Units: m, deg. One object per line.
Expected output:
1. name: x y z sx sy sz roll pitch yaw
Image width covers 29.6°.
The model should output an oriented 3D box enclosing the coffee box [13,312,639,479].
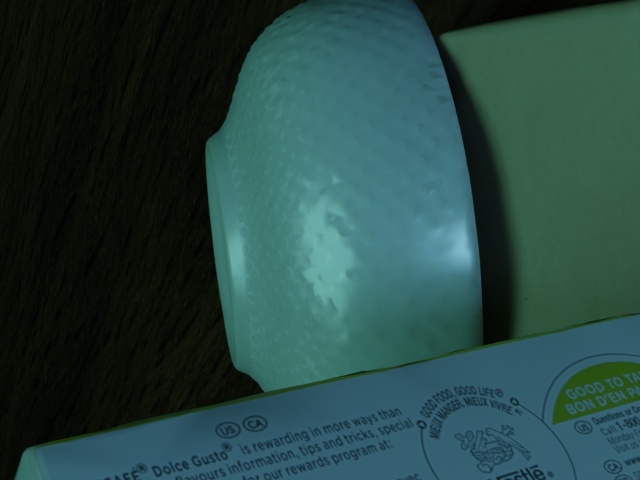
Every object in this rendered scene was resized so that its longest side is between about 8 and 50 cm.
1. coffee box: 0.053 0.273 0.514 0.334 0.338 0.337 57 138 31

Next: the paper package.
1. paper package: 0.222 0.027 0.665 0.309 0.168 0.324 5 103 58

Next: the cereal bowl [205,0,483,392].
1. cereal bowl: 0.000 0.000 0.831 0.339 0.141 0.339 173 90 -82
